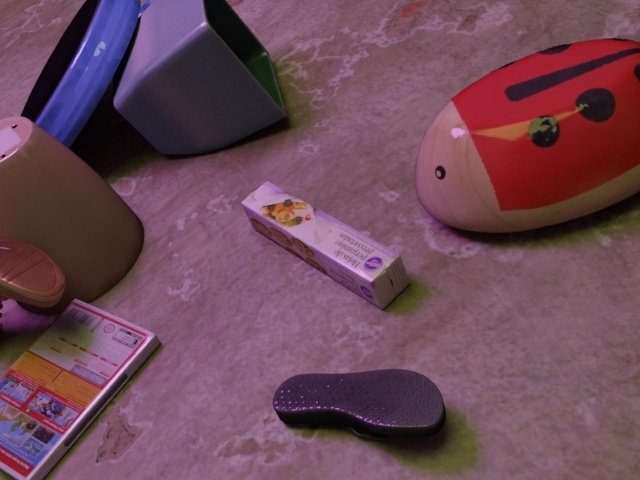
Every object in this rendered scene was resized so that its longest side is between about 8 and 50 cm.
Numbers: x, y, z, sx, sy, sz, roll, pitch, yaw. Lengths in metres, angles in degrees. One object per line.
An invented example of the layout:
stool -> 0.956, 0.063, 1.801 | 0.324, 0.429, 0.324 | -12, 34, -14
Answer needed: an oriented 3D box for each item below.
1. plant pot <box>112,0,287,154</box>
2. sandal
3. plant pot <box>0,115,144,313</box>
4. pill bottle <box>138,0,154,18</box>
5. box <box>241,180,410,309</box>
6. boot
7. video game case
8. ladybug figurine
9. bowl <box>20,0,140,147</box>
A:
plant pot -> -0.247, -0.305, 1.781 | 0.252, 0.248, 0.247 | -33, 40, 14
sandal -> 0.055, 0.215, 1.242 | 0.254, 0.055, 0.097 | 0, 39, 38
plant pot -> -0.468, -0.063, 1.596 | 0.256, 0.274, 0.257 | -13, 42, 12
pill bottle -> -0.340, -0.455, 2.055 | 0.124, 0.124, 0.222 | 5, 49, 29
box -> 0.000, 0.000, 1.470 | 0.063, 0.067, 0.324 | -42, 45, -18
boot -> -0.520, 0.098, 1.528 | 0.261, 0.204, 0.095 | 19, 34, 14
video game case -> -0.404, 0.223, 1.457 | 0.204, 0.025, 0.285 | 17, 56, 36
ladybug figurine -> 0.345, -0.173, 1.415 | 0.449, 0.162, 0.305 | -22, 41, 2
bowl -> -0.483, -0.323, 1.865 | 0.391, 0.077, 0.391 | -43, 30, 33
